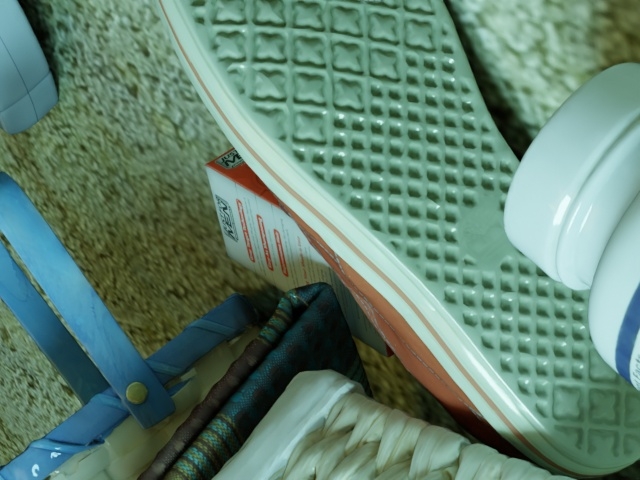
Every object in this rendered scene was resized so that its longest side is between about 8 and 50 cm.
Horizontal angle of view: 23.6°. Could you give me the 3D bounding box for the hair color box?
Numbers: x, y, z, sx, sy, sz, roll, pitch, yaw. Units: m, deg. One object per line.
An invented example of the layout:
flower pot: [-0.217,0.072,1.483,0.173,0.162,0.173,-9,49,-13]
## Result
hair color box: [0.000,0.000,0.847,0.141,0.043,0.072,30,144,40]

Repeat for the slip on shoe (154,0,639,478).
slip on shoe: [0.029,-0.030,0.695,0.331,0.123,0.101,52,157,-1]

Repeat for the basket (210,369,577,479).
basket: [0.063,0.296,0.683,0.266,0.328,0.331,13,149,51]

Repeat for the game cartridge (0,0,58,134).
game cartridge: [-0.267,-0.191,0.990,0.196,0.060,0.294,39,165,24]

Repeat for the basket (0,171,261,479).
basket: [-0.134,0.096,0.985,0.289,0.201,0.255,51,166,-4]

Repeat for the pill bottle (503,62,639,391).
pill bottle: [0.159,0.020,0.530,0.186,0.112,0.112,41,149,30]

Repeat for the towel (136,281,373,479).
towel: [-0.032,0.233,0.862,0.040,0.271,0.370,18,144,34]
